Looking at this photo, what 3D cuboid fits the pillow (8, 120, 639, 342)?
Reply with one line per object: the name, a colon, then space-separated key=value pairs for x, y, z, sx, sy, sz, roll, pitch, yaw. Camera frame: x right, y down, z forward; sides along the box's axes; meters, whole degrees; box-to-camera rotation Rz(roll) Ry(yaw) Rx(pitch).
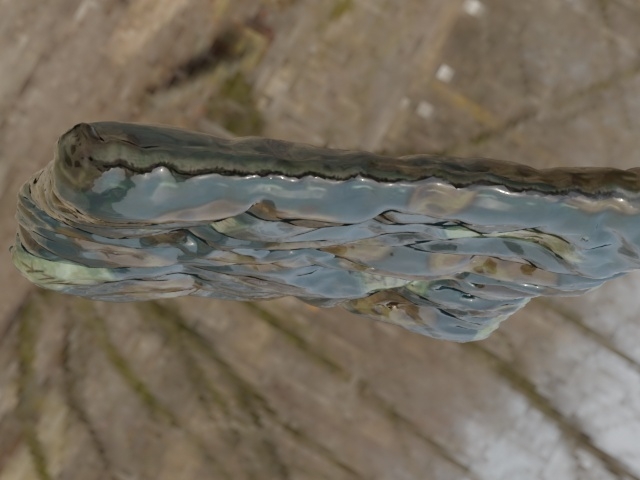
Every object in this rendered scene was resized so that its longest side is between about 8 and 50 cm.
pillow: x=-0.001 y=0.000 z=0.604 sx=0.255 sy=0.189 sz=0.034 roll=150 pitch=-54 yaw=-76
